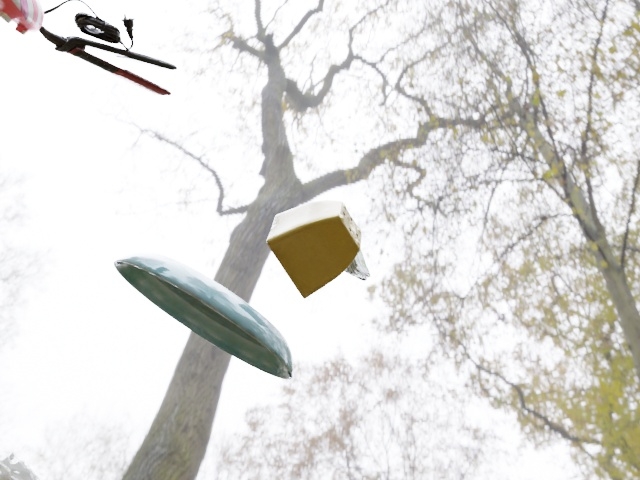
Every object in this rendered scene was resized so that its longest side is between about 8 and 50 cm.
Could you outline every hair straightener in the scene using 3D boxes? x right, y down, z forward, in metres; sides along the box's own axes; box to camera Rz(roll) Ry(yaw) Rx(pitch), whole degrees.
[{"bbox_3d":[-0.301,-0.284,1.106,0.231,0.047,0.088,17,-91,-44],"label":"hair straightener"}]

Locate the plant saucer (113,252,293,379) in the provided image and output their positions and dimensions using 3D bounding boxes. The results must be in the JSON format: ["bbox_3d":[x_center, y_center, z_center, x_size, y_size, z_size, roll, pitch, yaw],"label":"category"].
[{"bbox_3d":[-0.168,0.108,1.170,0.318,0.043,0.317,28,-18,10],"label":"plant saucer"}]

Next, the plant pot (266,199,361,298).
[{"bbox_3d":[0.000,0.000,0.870,0.083,0.081,0.081,-27,-71,15],"label":"plant pot"}]

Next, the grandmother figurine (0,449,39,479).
[{"bbox_3d":[-0.501,0.273,0.942,0.343,0.207,0.104,15,-31,5],"label":"grandmother figurine"}]

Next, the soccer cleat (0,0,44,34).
[{"bbox_3d":[-0.321,-0.287,0.734,0.083,0.248,0.095,31,-99,18],"label":"soccer cleat"}]

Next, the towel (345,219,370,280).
[{"bbox_3d":[0.051,0.004,1.224,0.023,0.152,0.113,-15,-101,11],"label":"towel"}]
